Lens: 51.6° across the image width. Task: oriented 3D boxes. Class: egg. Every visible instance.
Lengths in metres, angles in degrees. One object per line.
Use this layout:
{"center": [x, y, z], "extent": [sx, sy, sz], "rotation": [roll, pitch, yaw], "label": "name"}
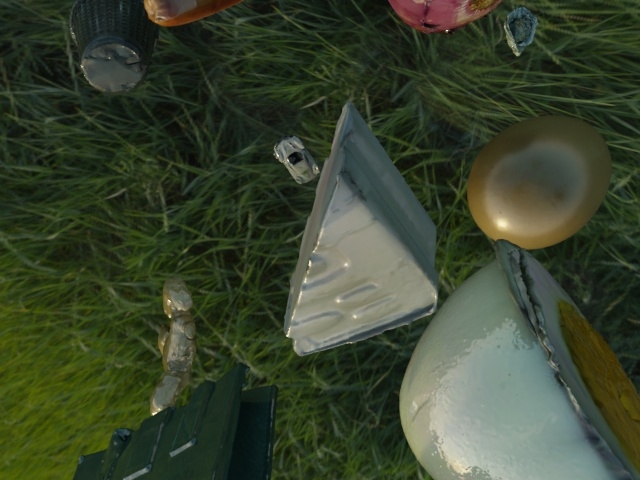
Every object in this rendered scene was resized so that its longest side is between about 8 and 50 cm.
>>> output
{"center": [0.184, 0.152, 0.591], "extent": [0.174, 0.264, 0.286], "rotation": [-35, 138, 25], "label": "egg"}
{"center": [0.530, -0.147, 1.602], "extent": [0.374, 0.301, 0.301], "rotation": [-42, 91, -19], "label": "egg"}

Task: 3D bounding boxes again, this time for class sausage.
{"center": [-0.201, -0.469, 1.231], "extent": [0.089, 0.300, 0.084], "rotation": [11, 128, 39], "label": "sausage"}

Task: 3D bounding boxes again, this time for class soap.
{"center": [0.000, 0.000, 0.884], "extent": [0.257, 0.159, 0.302], "rotation": [-20, 129, 24], "label": "soap"}

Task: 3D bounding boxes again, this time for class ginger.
{"center": [-0.234, 0.178, 1.059], "extent": [0.065, 0.149, 0.259], "rotation": [4, 103, -14], "label": "ginger"}

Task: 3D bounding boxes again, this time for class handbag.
{"center": [-0.177, 0.287, 0.692], "extent": [0.089, 0.239, 0.326], "rotation": [38, 127, -26], "label": "handbag"}

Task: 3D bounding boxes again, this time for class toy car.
{"center": [-0.032, -0.110, 0.905], "extent": [0.041, 0.093, 0.025], "rotation": [-34, 57, 7], "label": "toy car"}

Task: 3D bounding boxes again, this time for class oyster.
{"center": [0.464, -0.489, 1.539], "extent": [0.100, 0.037, 0.098], "rotation": [-35, 90, -20], "label": "oyster"}

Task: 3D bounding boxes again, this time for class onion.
{"center": [0.292, -0.642, 1.494], "extent": [0.344, 0.358, 0.358], "rotation": [35, 108, 15], "label": "onion"}

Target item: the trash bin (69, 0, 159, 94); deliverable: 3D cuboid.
{"center": [-0.393, -0.371, 1.265], "extent": [0.175, 0.161, 0.176], "rotation": [-9, 136, -9], "label": "trash bin"}
